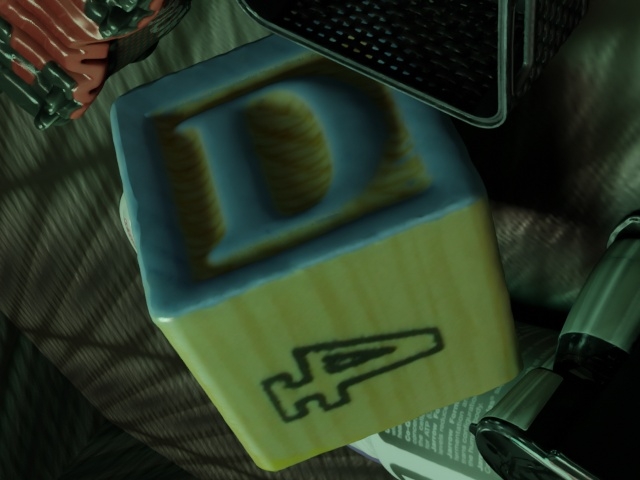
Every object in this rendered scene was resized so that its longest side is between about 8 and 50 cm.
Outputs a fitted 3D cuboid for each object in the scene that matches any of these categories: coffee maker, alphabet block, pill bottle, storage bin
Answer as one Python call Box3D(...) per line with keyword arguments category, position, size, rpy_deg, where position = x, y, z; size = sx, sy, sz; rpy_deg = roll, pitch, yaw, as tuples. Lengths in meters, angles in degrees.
Box3D(category="coffee maker", position=(0.207, 0.095, 0.634), size=(0.171, 0.178, 0.120), rpy_deg=(19, 153, 42))
Box3D(category="alphabet block", position=(0.000, 0.000, 0.672), size=(0.197, 0.194, 0.192), rpy_deg=(67, -175, -51))
Box3D(category="pill bottle", position=(0.142, 0.142, 0.863), size=(0.283, 0.161, 0.161), rpy_deg=(12, 147, 50))
Box3D(category="storage bin", position=(0.039, -0.152, 0.538), size=(0.180, 0.084, 0.122), rpy_deg=(30, 158, 24))

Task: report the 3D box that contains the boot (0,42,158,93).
Box3D(category="boot", position=(-0.315, -0.192, 0.760), size=(0.260, 0.131, 0.348), rpy_deg=(1, 166, 35))

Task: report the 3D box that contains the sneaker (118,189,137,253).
Box3D(category="sneaker", position=(-0.094, 0.058, 1.148), size=(0.178, 0.124, 0.295), rpy_deg=(33, 159, 41))

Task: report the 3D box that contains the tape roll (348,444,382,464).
Box3D(category="tape roll", position=(0.043, 0.171, 1.199), size=(0.189, 0.080, 0.189), rpy_deg=(34, 159, 15))

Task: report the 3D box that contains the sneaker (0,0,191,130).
Box3D(category="sneaker", position=(-0.120, -0.163, 0.602), size=(0.097, 0.135, 0.276), rpy_deg=(44, 154, -9))
